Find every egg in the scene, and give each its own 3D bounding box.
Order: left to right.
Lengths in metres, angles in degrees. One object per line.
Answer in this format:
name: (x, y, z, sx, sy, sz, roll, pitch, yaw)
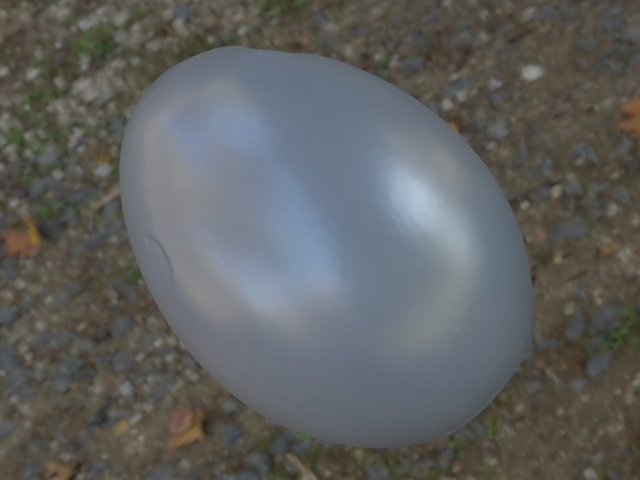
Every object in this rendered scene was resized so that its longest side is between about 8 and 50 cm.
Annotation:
egg: (0.000, 0.000, 0.752, 0.176, 0.232, 0.176, -44, 9, 8)
